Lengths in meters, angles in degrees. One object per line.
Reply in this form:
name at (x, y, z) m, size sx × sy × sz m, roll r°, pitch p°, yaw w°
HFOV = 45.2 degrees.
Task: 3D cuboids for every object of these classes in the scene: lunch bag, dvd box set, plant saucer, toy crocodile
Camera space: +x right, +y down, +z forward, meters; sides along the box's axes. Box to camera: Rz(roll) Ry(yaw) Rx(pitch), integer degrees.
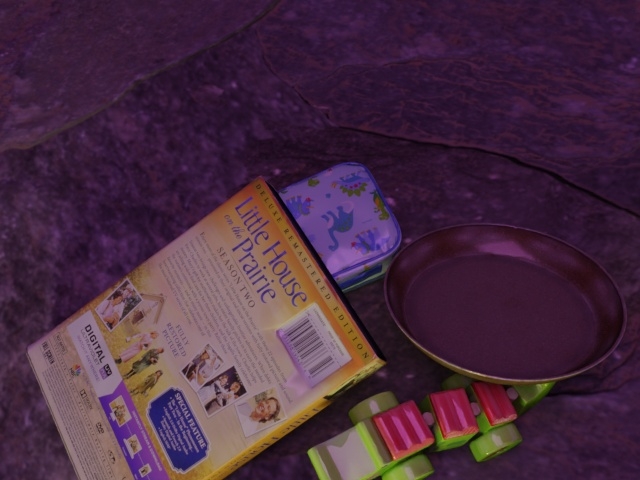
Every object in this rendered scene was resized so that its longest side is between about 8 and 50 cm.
lunch bag at (0.000, 0.000, 1.118) m, size 0.218 × 0.090 × 0.176 m, roll -24°, pitch 64°, yaw -5°
dvd box set at (-0.165, 0.153, 1.022) m, size 0.420 × 0.062 × 0.308 m, roll -36°, pitch 66°, yaw 5°
plant saucer at (0.238, 0.084, 1.018) m, size 0.310 × 0.050 × 0.311 m, roll -1°, pitch 37°, yaw 1°
toy crocodile at (0.148, 0.228, 0.964) m, size 0.340 × 0.105 × 0.115 m, roll -14°, pitch 62°, yaw -19°
